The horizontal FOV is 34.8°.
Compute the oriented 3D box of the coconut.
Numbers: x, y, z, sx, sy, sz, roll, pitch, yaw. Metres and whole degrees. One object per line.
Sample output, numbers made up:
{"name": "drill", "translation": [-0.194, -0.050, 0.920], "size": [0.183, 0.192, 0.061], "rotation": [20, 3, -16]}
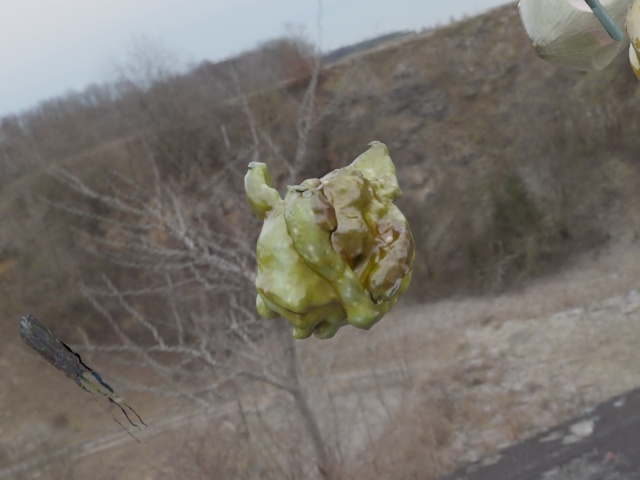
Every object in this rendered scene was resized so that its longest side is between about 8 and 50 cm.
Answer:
{"name": "coconut", "translation": [0.453, -0.402, 1.792], "size": [0.234, 0.224, 0.224], "rotation": [-31, 12, -15]}

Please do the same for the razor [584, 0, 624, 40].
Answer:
{"name": "razor", "translation": [0.406, -0.382, 1.561], "size": [0.036, 0.211, 0.084], "rotation": [-49, 30, -12]}

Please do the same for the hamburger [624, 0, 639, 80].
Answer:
{"name": "hamburger", "translation": [0.493, -0.201, 1.126], "size": [0.276, 0.237, 0.276], "rotation": [-24, 38, 21]}

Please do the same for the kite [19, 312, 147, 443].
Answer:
{"name": "kite", "translation": [-0.390, 0.228, 1.690], "size": [0.015, 0.285, 0.152], "rotation": [-46, 1, -29]}

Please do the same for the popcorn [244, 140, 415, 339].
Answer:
{"name": "popcorn", "translation": [0.001, -0.001, 1.690], "size": [0.326, 0.290, 0.321], "rotation": [27, 29, 5]}
